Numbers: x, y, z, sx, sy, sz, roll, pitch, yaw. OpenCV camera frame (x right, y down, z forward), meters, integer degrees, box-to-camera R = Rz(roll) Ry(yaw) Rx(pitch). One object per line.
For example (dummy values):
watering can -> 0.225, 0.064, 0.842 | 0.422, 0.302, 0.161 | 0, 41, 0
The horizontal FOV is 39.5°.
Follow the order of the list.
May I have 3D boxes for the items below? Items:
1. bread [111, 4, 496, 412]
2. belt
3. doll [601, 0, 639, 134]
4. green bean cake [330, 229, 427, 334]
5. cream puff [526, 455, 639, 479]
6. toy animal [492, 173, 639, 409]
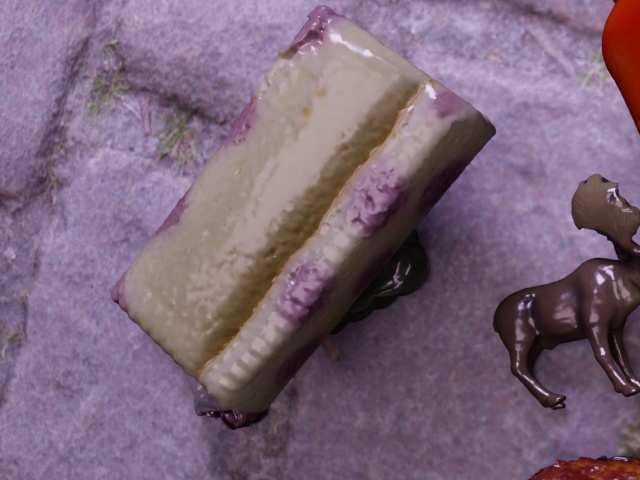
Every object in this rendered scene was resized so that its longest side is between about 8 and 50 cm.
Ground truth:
bread -> -0.021, -0.022, 0.796 | 0.187, 0.155, 0.338 | 40, 101, 13
belt -> -0.144, 0.116, 1.018 | 0.071, 0.053, 0.232 | -38, 70, 15
doll -> 0.319, -0.153, 0.694 | 0.182, 0.160, 0.363 | -27, 74, 8
green bean cake -> 0.000, 0.000, 0.915 | 0.185, 0.094, 0.183 | -31, 73, 25
cream puff -> 0.253, 0.292, 0.724 | 0.240, 0.164, 0.240 | -3, 83, 25
toy animal -> 0.241, 0.045, 0.776 | 0.214, 0.093, 0.186 | -19, 70, 36
